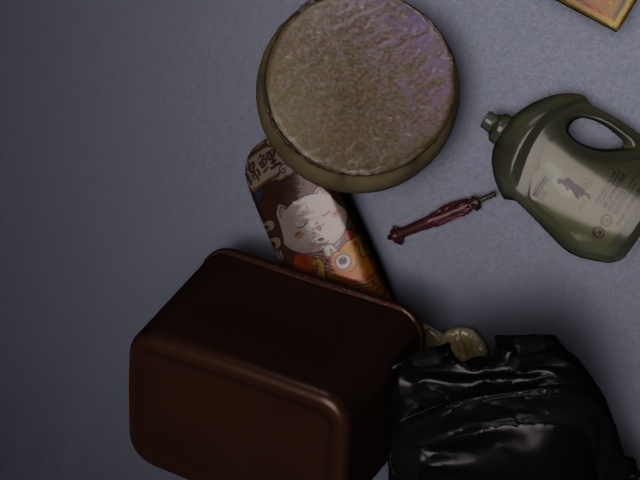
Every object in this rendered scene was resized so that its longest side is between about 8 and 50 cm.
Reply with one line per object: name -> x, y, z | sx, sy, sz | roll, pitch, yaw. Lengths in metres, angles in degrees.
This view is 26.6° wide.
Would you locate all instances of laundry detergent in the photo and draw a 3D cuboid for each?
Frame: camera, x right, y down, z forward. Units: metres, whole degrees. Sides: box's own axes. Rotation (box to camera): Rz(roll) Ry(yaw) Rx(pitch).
laundry detergent -> 0.325, -0.096, 1.785 | 0.253, 0.091, 0.181 | 35, 103, 7

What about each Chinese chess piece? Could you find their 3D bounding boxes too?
Chinese chess piece -> 0.049, -0.196, 1.791 | 0.270, 0.112, 0.270 | 0, 84, 0

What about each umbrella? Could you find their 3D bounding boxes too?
umbrella -> 0.167, -0.033, 1.869 | 0.165, 0.025, 0.027 | -22, 112, 19

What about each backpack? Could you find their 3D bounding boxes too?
backpack -> 0.243, 0.313, 1.746 | 0.363, 0.255, 0.446 | -8, 126, 6

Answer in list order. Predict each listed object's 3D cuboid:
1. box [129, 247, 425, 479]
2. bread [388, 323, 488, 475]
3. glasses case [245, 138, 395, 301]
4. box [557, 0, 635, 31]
box -> -0.065, 0.198, 1.809 | 0.339, 0.229, 0.239 | 17, 124, 20
bread -> 0.182, 0.241, 1.900 | 0.181, 0.039, 0.251 | 3, 99, 13
glasses case -> 0.000, 0.000, 1.886 | 0.122, 0.082, 0.321 | -24, 92, 21
box -> 0.371, -0.443, 1.723 | 0.193, 0.084, 0.301 | 30, 105, 8
